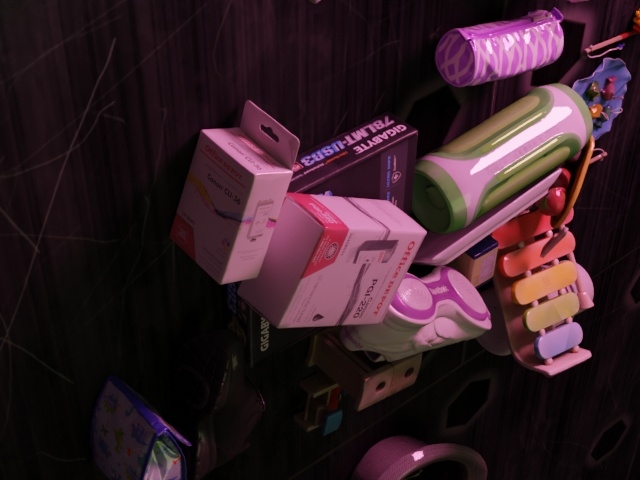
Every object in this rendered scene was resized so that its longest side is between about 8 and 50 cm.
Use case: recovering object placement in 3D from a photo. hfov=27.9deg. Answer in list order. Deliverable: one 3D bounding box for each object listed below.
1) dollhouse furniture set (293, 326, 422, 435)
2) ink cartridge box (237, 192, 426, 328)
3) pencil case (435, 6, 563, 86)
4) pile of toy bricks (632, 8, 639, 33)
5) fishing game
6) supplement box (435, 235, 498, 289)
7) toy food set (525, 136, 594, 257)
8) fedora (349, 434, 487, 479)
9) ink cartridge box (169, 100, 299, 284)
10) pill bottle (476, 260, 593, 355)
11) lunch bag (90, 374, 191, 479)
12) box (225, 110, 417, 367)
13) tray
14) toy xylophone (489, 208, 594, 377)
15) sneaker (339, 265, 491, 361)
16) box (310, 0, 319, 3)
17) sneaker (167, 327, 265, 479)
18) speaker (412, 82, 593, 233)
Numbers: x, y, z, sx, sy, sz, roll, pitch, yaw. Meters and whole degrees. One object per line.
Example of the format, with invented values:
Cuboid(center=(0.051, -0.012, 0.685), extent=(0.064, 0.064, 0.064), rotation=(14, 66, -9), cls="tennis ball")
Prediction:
Cuboid(center=(0.058, 0.230, 2.036), extent=(0.129, 0.129, 0.183), rotation=(-20, 135, -37), cls="dollhouse furniture set")
Cuboid(center=(0.018, 0.029, 1.709), extent=(0.218, 0.092, 0.158), rotation=(0, 121, -50), cls="ink cartridge box")
Cuboid(center=(0.257, -0.273, 1.816), extent=(0.206, 0.086, 0.088), rotation=(-21, 156, -36), cls="pencil case")
Cuboid(center=(0.573, -0.421, 2.040), extent=(0.212, 0.118, 0.105), rotation=(-44, 114, 7), cls="pile of toy bricks")
Cuboid(center=(0.457, -0.217, 2.144), extent=(0.189, 0.041, 0.264), rotation=(-22, 136, -36), cls="fishing game")
Cuboid(center=(0.235, 0.023, 2.080), extent=(0.056, 0.083, 0.083), rotation=(-27, 139, -29), cls="supplement box")
Cuboid(center=(0.371, -0.095, 2.061), extent=(0.128, 0.071, 0.217), rotation=(119, -9, -75), cls="toy food set")
Cuboid(center=(0.158, 0.442, 2.358), extent=(0.275, 0.124, 0.243), rotation=(-1, 121, -38), cls="fedora")
Cuboid(center=(-0.107, -0.061, 1.582), extent=(0.067, 0.115, 0.198), rotation=(-9, 128, -44), cls="ink cartridge box")
Cuboid(center=(0.378, 0.115, 2.297), extent=(0.221, 0.121, 0.121), rotation=(-21, 137, -37), cls="pill bottle")
Cuboid(center=(-0.243, 0.267, 1.729), extent=(0.096, 0.129, 0.151), rotation=(-28, 139, -31), cls="lunch bag")
Cuboid(center=(0.000, 0.000, 1.805), extent=(0.293, 0.073, 0.295), rotation=(-28, 140, -30), cls="box")
Cuboid(center=(0.245, -0.030, 1.996), extent=(0.270, 0.145, 0.030), rotation=(-34, 101, -20), cls="tray")
Cuboid(center=(0.379, 0.056, 2.175), extent=(0.236, 0.081, 0.322), rotation=(-28, 103, -37), cls="toy xylophone")
Cuboid(center=(0.144, 0.116, 1.957), extent=(0.152, 0.114, 0.305), rotation=(-42, 152, 28), cls="sneaker")
Cuboid(center=(-0.016, -0.384, 1.261), extent=(0.213, 0.243, 0.117), rotation=(-41, 145, -12), cls="box")
Cuboid(center=(-0.139, 0.219, 1.824), extent=(0.130, 0.109, 0.286), rotation=(-19, 145, -31), cls="sneaker")
Cuboid(center=(0.269, -0.125, 1.940), extent=(0.296, 0.131, 0.131), rotation=(-32, 142, -25), cls="speaker")
